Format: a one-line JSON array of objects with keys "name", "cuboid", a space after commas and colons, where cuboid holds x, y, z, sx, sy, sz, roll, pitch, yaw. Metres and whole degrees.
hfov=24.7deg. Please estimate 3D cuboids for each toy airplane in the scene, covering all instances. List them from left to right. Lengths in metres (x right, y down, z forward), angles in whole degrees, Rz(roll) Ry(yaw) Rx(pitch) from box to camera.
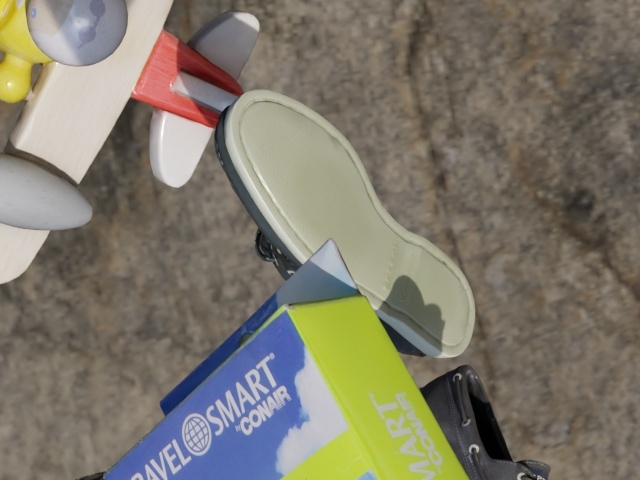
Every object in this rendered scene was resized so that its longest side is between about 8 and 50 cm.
[{"name": "toy airplane", "cuboid": [-0.214, -0.188, 1.348, 0.272, 0.385, 0.386, -156, 47, -73]}]

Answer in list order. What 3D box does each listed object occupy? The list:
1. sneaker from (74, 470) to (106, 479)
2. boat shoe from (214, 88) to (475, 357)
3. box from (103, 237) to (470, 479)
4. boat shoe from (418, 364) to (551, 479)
[{"name": "sneaker", "cuboid": [-0.111, 0.254, 1.089, 0.221, 0.083, 0.087, 38, 115, 21]}, {"name": "boat shoe", "cuboid": [0.001, -0.003, 1.283, 0.113, 0.340, 0.127, -9, 55, 41]}, {"name": "box", "cuboid": [0.002, 0.102, 0.440, 0.109, 0.042, 0.178, -44, 65, 34]}, {"name": "boat shoe", "cuboid": [0.134, 0.182, 1.069, 0.076, 0.080, 0.228, -40, 43, 13]}]
